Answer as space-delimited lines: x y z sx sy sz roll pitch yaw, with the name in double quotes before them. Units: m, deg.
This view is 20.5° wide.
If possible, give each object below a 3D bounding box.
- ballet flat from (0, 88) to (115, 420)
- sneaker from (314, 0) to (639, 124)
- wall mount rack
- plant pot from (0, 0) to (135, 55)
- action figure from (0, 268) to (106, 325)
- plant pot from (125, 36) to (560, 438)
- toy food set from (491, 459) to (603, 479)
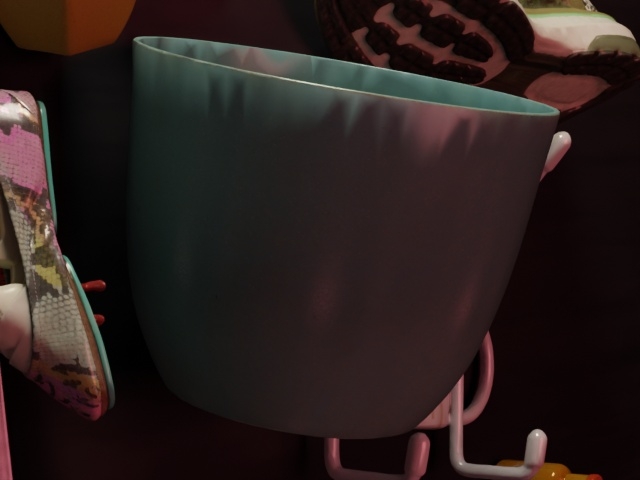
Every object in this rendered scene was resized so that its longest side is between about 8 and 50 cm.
"ballet flat" -0.190 0.011 1.093 0.079 0.077 0.221 -9 74 -26
"sneaker" 0.117 -0.215 1.543 0.410 0.158 0.182 13 47 -52
"wall mount rack" 0.102 0.050 1.473 0.350 0.130 0.304 8 82 -55
"plant pot" -0.167 -0.166 1.150 0.081 0.081 0.083 -27 123 -52
"action figure" -0.185 0.035 1.158 0.115 0.030 0.038 11 83 -51
"plant pot" 0.000 0.000 1.214 0.293 0.293 0.235 -4 106 -55
"toy food set" 0.171 0.298 1.581 0.232 0.104 0.111 -42 122 -47
